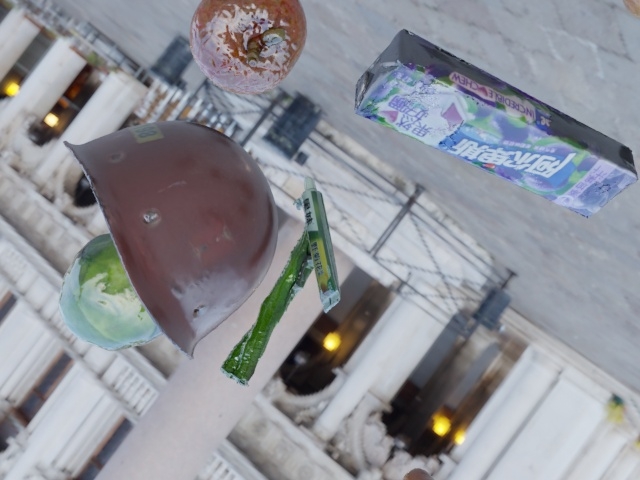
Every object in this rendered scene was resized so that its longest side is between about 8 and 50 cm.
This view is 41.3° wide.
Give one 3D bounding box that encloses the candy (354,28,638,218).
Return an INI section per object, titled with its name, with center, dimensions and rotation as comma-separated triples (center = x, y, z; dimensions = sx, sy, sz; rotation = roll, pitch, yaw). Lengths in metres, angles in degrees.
[candy]
center = 0.187, -0.114, 0.884
dimensions = 0.312, 0.088, 0.061
rotation = 21, -134, -20

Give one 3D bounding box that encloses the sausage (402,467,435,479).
[sausage]
center = 0.212, 0.511, 1.670
dimensions = 0.076, 0.076, 0.197
rotation = 38, 178, -16

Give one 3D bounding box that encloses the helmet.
[helmet]
center = -0.175, -0.033, 1.185
dimensions = 0.337, 0.230, 0.385
rotation = 65, 169, -17

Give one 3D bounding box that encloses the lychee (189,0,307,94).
[lychee]
center = -0.150, -0.430, 1.769
dimensions = 0.255, 0.255, 0.300
rotation = 38, -173, -16

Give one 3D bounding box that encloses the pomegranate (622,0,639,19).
[pomegranate]
center = 0.599, -0.487, 1.421
dimensions = 0.264, 0.264, 0.264
rotation = 37, 178, 1

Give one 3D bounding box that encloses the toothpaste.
[toothpaste]
center = 0.000, 0.000, 1.204
dimensions = 0.031, 0.204, 0.049
rotation = 3, 152, -27

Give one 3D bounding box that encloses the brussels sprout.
[brussels sprout]
center = -0.332, 0.071, 1.530
dimensions = 0.210, 0.271, 0.219
rotation = 42, 137, -4

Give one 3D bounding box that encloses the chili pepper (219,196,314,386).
[chili pepper]
center = -0.076, 0.092, 1.536
dimensions = 0.076, 0.359, 0.085
rotation = 34, 165, -33
